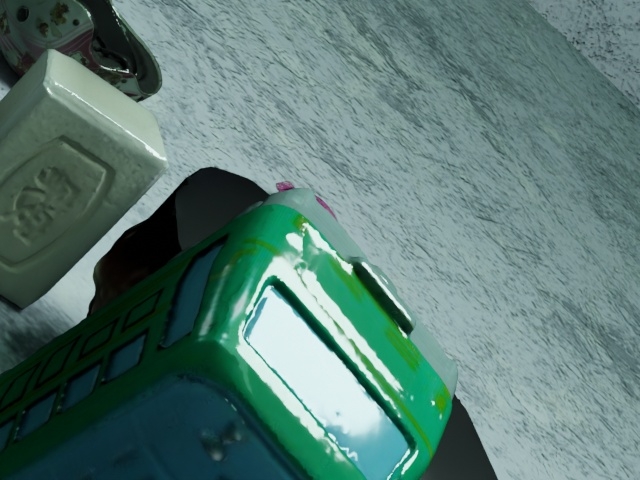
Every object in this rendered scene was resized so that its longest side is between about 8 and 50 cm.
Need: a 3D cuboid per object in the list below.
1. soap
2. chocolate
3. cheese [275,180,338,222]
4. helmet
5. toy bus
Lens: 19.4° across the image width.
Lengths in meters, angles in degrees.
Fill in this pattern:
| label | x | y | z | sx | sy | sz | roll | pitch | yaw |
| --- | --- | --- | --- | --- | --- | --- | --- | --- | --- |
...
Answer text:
| label | x | y | z | sx | sy | sz | roll | pitch | yaw |
| --- | --- | --- | --- | --- | --- | --- | --- | --- | --- |
| soap | -0.213 | -0.045 | 1.423 | 0.121 | 0.183 | 0.064 | 34 | 27 | -26 |
| chocolate | -0.052 | 0.137 | 1.382 | 0.340 | 0.210 | 0.225 | 51 | 30 | 13 |
| cheese | 0.000 | 0.000 | 1.907 | 0.145 | 0.038 | 0.095 | 57 | 26 | 8 |
| helmet | -0.235 | -0.184 | 1.721 | 0.177 | 0.107 | 0.153 | 52 | 11 | -44 |
| toy bus | -0.099 | 0.139 | 1.142 | 0.183 | 0.343 | 0.199 | 49 | 32 | -13 |
